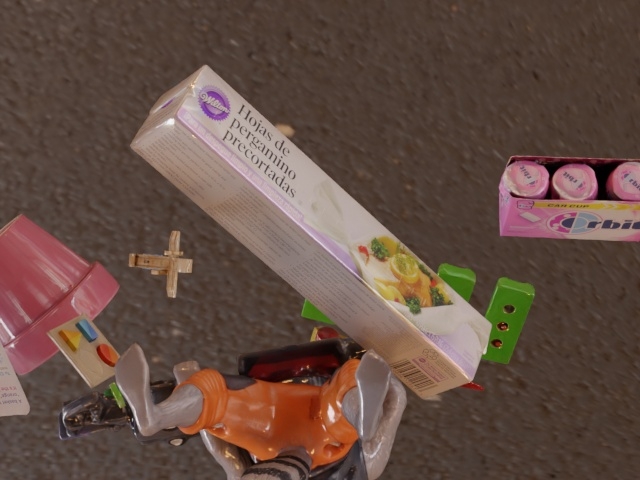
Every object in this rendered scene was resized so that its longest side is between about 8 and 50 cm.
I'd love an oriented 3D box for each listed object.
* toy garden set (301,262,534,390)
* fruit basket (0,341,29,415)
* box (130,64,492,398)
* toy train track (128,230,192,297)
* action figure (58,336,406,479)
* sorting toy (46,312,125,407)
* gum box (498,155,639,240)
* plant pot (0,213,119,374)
[{"bbox_3d":[0.101,0.096,1.612,0.244,0.049,0.203,14,127,-1],"label":"toy garden set"},{"bbox_3d":[-0.442,0.015,1.174,0.165,0.327,0.353,-38,67,30],"label":"fruit basket"},{"bbox_3d":[0.000,0.000,1.078,0.067,0.324,0.063,-29,27,46],"label":"box"},{"bbox_3d":[-0.121,0.016,1.010,0.083,0.014,0.048,4,90,54],"label":"toy train track"},{"bbox_3d":[-0.065,0.171,1.152,0.341,0.330,0.178,-13,70,7],"label":"action figure"},{"bbox_3d":[-0.175,0.095,1.104,0.012,0.062,0.083,-43,84,23],"label":"sorting toy"},{"bbox_3d":[0.309,-0.051,1.707,0.189,0.107,0.062,2,65,0],"label":"gum box"},{"bbox_3d":[-0.431,0.069,2.066,0.201,0.201,0.180,-38,102,11],"label":"plant pot"}]
